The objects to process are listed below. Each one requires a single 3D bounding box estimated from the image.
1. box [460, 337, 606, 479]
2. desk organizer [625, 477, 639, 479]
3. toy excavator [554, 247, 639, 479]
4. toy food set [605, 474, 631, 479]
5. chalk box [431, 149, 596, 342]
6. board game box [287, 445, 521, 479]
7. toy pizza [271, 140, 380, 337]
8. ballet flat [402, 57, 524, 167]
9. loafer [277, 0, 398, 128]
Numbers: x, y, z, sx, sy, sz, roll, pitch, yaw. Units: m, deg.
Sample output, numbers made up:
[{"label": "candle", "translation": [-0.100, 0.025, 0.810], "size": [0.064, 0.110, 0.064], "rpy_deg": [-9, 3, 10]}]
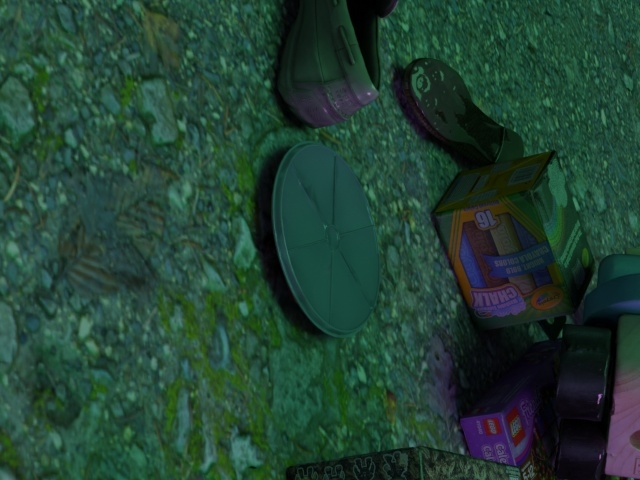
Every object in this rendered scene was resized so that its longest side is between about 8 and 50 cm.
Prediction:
[{"label": "box", "translation": [0.270, 0.257, 1.966], "size": [0.293, 0.057, 0.201], "rpy_deg": [-32, 106, -61]}, {"label": "desk organizer", "translation": [0.413, 0.320, 2.210], "size": [0.047, 0.050, 0.130], "rpy_deg": [58, 34, -31]}, {"label": "toy excavator", "translation": [0.418, 0.107, 1.971], "size": [0.433, 0.222, 0.445], "rpy_deg": [81, 18, -53]}, {"label": "toy food set", "translation": [0.386, 0.327, 2.077], "size": [0.082, 0.020, 0.083], "rpy_deg": [-46, 127, -56]}, {"label": "chalk box", "translation": [0.244, 0.021, 1.942], "size": [0.213, 0.132, 0.132], "rpy_deg": [69, 28, -18]}, {"label": "board game box", "translation": [0.096, 0.356, 1.521], "size": [0.232, 0.141, 0.291], "rpy_deg": [20, 61, -57]}, {"label": "toy pizza", "translation": [0.000, 0.000, 1.607], "size": [0.201, 0.032, 0.201], "rpy_deg": [30, 53, -52]}, {"label": "ballet flat", "translation": [0.165, -0.147, 1.955], "size": [0.250, 0.058, 0.084], "rpy_deg": [31, 74, -47]}, {"label": "loafer", "translation": [0.033, -0.260, 1.687], "size": [0.112, 0.111, 0.319], "rpy_deg": [42, 44, -47]}]
